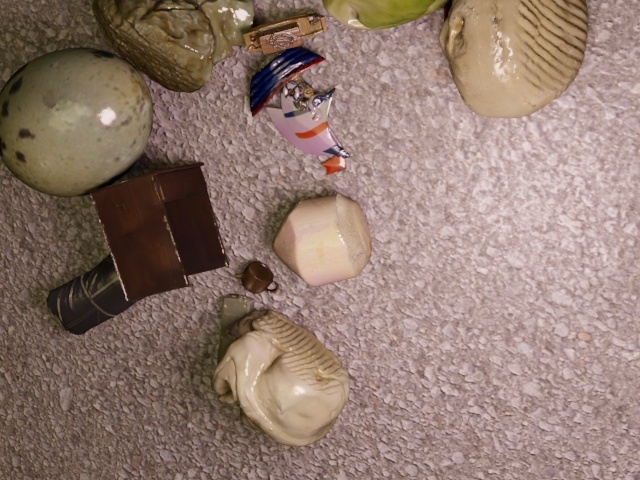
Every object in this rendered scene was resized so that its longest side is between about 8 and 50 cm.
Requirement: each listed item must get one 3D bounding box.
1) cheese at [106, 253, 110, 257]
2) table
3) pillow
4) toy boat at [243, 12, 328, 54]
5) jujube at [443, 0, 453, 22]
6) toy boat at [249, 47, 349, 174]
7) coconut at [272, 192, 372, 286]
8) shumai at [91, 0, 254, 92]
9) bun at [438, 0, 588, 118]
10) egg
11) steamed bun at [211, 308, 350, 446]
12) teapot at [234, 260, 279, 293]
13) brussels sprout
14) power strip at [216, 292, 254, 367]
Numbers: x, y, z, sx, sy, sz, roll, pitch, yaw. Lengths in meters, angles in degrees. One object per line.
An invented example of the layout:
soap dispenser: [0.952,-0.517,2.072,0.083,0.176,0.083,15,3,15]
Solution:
cheese: [-0.585,0.077,2.010,0.044,0.030,0.083,35,105,-15]
table: [-0.386,-0.026,1.816,0.196,0.250,0.282,-15,95,18]
pillow: [-0.587,0.135,1.974,0.335,0.092,0.161,-30,113,14]
toy boat: [-0.081,-0.484,1.705,0.200,0.077,0.057,-15,129,2]
jujube: [0.309,-0.490,1.615,0.077,0.077,0.129,-3,89,17]
toy boat: [-0.059,-0.306,1.772,0.219,0.072,0.318,-9,108,15]
coconut: [0.000,0.000,1.733,0.234,0.224,0.224,-21,94,18]
shumai: [-0.333,-0.534,1.709,0.330,0.292,0.288,33,76,-2]
bun: [0.393,-0.436,1.493,0.234,0.326,0.362,19,117,56]
egg: [-0.590,-0.290,1.766,0.428,0.345,0.345,-29,92,29]
steamed bun: [-0.114,0.343,1.754,0.352,0.339,0.247,38,102,4]
teapot: [-0.162,0.105,1.871,0.121,0.076,0.068,27,121,-21]
brussels sprout: [0.162,-0.601,1.528,0.354,0.281,0.289,-36,88,30]
power strip: [-0.227,0.266,1.930,0.078,0.052,0.272,10,104,14]
